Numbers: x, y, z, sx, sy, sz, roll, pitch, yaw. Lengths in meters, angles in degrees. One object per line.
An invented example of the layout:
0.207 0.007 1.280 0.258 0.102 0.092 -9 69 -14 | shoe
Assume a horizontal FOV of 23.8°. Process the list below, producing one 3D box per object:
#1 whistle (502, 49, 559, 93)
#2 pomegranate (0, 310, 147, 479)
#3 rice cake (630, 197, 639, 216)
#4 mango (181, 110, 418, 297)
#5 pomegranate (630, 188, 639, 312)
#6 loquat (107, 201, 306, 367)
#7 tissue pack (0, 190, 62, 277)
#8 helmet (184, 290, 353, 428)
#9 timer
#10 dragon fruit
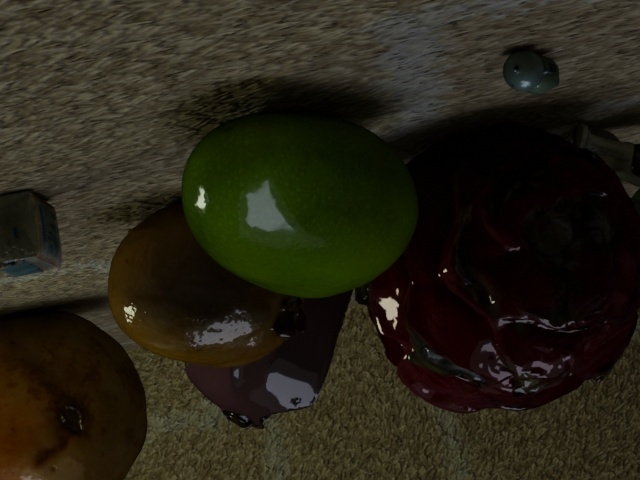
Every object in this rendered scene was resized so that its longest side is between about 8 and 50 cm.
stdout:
0.182 -0.142 1.291 0.035 0.035 0.100 -14 173 28 | whistle
-0.488 0.300 2.594 0.410 0.410 0.410 -11 173 -1 | pomegranate
0.319 -0.022 1.766 0.070 0.064 0.399 -45 -147 -20 | rice cake
-0.019 -0.036 1.345 0.192 0.156 0.343 -16 168 11 | mango
0.581 -0.032 2.212 0.310 0.216 0.358 -9 143 -12 | pomegranate
-0.128 0.046 1.729 0.238 0.193 0.238 11 166 3 | loquat
-0.296 -0.006 1.509 0.059 0.074 0.094 -8 171 3 | tissue pack
-0.108 0.129 2.266 0.197 0.271 0.338 28 158 -25 | helmet
0.403 -0.090 1.756 0.266 0.175 0.175 9 171 -5 | timer
0.196 0.030 1.621 0.329 0.329 0.329 -11 173 -1 | dragon fruit
